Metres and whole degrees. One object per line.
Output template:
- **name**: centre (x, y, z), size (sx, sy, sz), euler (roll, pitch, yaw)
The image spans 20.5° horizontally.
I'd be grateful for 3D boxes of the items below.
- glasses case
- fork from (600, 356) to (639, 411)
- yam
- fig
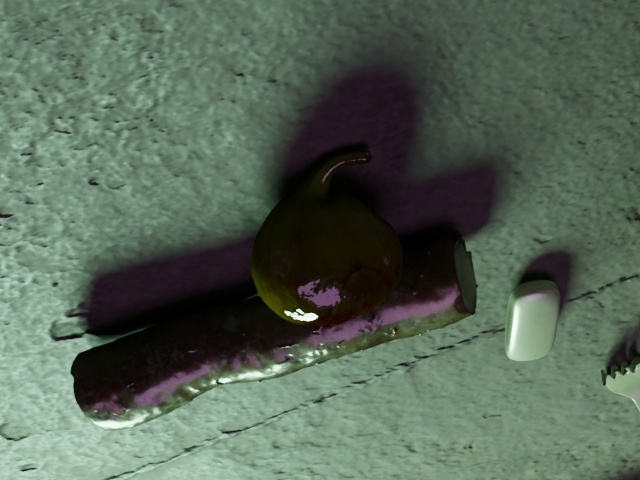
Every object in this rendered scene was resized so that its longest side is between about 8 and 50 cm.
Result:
- **glasses case**: centre (0.137, 0.053, 1.150), size (0.032, 0.021, 0.083), euler (-9, 145, -4)
- **fork**: centre (0.244, 0.127, 1.290), size (0.034, 0.028, 0.219), euler (-29, 146, 12)
- **yam**: centre (-0.026, 0.057, 1.079), size (0.253, 0.061, 0.061), euler (-18, 145, 8)
- **fig**: centre (0.000, 0.000, 1.006), size (0.084, 0.082, 0.098), euler (-7, 108, 19)
